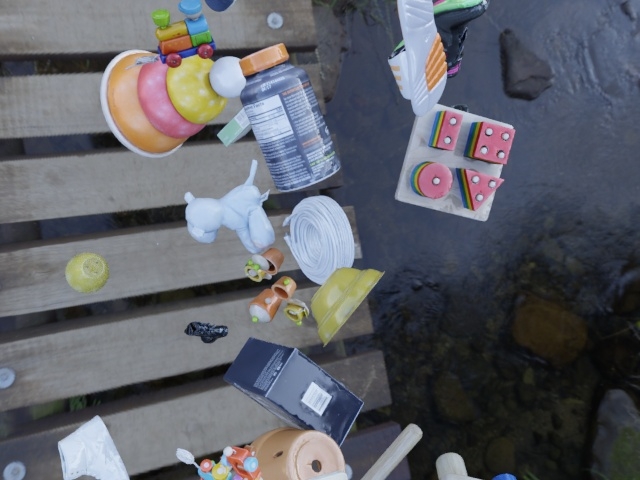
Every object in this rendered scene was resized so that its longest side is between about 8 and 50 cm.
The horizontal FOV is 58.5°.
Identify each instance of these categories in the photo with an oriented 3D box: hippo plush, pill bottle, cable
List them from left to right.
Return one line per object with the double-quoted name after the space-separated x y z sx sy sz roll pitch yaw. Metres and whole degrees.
-0.288 -0.056 1.765 0.237 0.294 0.234 -18 75 -22 "hippo plush"
-0.062 -0.223 1.034 0.131 0.130 0.245 -25 107 -15 "pill bottle"
0.000 0.000 1.649 0.089 0.257 0.257 -13 70 -30 "cable"

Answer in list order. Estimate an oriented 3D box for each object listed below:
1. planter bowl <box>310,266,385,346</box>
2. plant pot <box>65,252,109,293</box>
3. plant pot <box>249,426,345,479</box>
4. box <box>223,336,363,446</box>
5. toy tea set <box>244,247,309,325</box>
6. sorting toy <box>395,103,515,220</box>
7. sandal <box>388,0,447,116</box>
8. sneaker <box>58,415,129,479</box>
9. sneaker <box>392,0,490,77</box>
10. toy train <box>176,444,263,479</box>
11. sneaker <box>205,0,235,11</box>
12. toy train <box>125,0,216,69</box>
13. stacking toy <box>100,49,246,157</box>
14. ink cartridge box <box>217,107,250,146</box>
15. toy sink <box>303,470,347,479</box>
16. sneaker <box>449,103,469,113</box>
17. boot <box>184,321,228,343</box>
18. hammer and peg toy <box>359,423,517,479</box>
0.042 0.126 1.273 0.090 0.217 0.217 38 79 7 "planter bowl"
-0.732 0.095 1.821 0.134 0.095 0.134 10 71 -32 "plant pot"
-0.062 0.685 1.696 0.291 0.203 0.290 20 51 -26 "plant pot"
-0.094 0.502 1.911 0.343 0.313 0.179 43 68 -25 "box"
-0.175 0.167 1.862 0.124 0.200 0.336 -52 138 -36 "toy tea set"
0.348 -0.193 1.430 0.257 0.089 0.255 12 98 -14 "sorting toy"
0.167 -0.358 1.045 0.102 0.076 0.265 -41 134 -26 "sandal"
-0.726 0.727 1.820 0.169 0.108 0.292 -29 104 -35 "sneaker"
0.398 -0.623 1.783 0.185 0.483 0.202 -34 91 -15 "sneaker"
-0.135 0.335 0.857 0.046 0.166 0.125 -51 120 -42 "toy train"
-0.278 -0.706 1.460 0.131 0.350 0.148 31 62 0 "sneaker"
-0.412 -0.538 1.501 0.248 0.143 0.105 -20 54 -11 "toy train"
-0.403 -0.452 1.764 0.351 0.480 0.350 5 84 -55 "stacking toy"
-0.215 -0.410 1.853 0.056 0.171 0.235 50 39 -7 "ink cartridge box"
0.024 0.612 1.146 0.153 0.131 0.234 -2 91 -31 "toy sink"
0.496 -0.386 2.056 0.267 0.101 0.106 -65 150 -43 "sneaker"
-0.318 0.247 1.537 0.099 0.121 0.045 14 64 -41 "boot"
0.175 0.396 0.737 0.362 0.127 0.265 17 119 -11 "hammer and peg toy"
